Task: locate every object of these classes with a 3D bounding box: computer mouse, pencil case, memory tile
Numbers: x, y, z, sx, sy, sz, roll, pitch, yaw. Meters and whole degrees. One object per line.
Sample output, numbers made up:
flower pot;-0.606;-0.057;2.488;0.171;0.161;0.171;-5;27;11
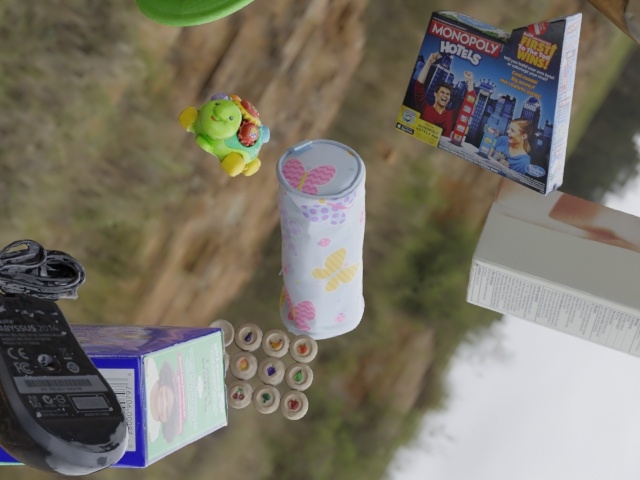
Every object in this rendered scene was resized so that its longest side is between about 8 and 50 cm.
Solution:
computer mouse;-0.259;0.113;1.674;0.072;0.188;0.272;-53;-131;28
pencil case;0.000;0.000;2.428;0.273;0.113;0.124;90;-21;-45
memory tile;-0.082;0.165;2.449;0.012;0.148;0.113;106;-5;-81

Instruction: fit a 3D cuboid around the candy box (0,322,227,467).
candy box;-0.264;0.156;1.979;0.317;0.268;0.122;-18;108;-77

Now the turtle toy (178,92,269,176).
turtle toy;-0.100;-0.122;2.046;0.066;0.095;0.130;-46;170;13

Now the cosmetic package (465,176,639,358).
cosmetic package;0.340;0.041;2.338;0.153;0.296;0.129;92;18;-66

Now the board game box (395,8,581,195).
board game box;0.204;-0.178;2.097;0.060;0.194;0.194;-28;141;-62

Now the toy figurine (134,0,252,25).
toy figurine;-0.126;-0.266;1.420;0.130;0.173;0.159;-51;138;-23

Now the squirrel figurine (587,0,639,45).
squirrel figurine;0.489;-0.271;1.780;0.370;0.397;0.281;-49;-151;8
